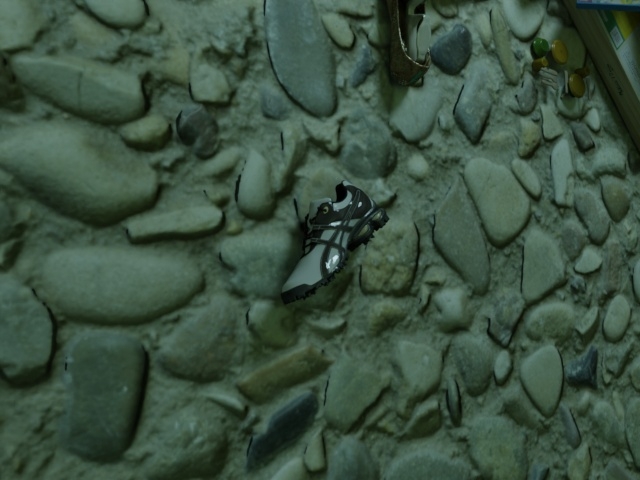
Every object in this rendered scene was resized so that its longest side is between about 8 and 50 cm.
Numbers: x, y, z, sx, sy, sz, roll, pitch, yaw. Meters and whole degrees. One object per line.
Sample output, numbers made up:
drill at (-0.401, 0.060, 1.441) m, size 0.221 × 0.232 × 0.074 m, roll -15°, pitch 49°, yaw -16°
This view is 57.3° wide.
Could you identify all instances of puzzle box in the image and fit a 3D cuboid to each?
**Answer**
puzzle box at (0.660, -0.418, 1.218) m, size 0.272 × 0.052 × 0.409 m, roll -45°, pitch 110°, yaw -26°

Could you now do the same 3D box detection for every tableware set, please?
tableware set at (0.451, -0.321, 1.098) m, size 0.154 × 0.024 × 0.104 m, roll 6°, pitch 80°, yaw -31°

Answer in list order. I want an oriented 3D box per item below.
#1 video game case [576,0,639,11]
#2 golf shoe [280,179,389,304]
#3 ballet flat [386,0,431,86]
video game case at (0.547, -0.481, 1.058) m, size 0.166 × 0.119 × 0.015 m, roll -64°, pitch 149°, yaw -18°
golf shoe at (0.000, 0.000, 0.765) m, size 0.094 × 0.077 × 0.198 m, roll 49°, pitch 56°, yaw -8°
ballet flat at (0.138, -0.336, 0.871) m, size 0.073 × 0.067 × 0.206 m, roll -4°, pitch 88°, yaw -31°
